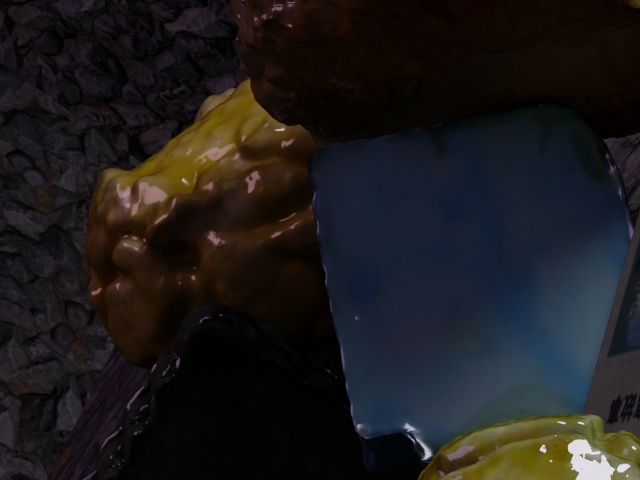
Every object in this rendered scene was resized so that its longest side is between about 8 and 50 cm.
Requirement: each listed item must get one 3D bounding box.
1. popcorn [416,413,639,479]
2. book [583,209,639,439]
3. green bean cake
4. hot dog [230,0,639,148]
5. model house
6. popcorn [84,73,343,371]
[{"bbox_3d":[0.120,0.193,1.089,0.204,0.184,0.221,-51,9,-13],"label":"popcorn"},{"bbox_3d":[0.234,0.060,1.219,0.215,0.025,0.282,-30,41,67],"label":"book"},{"bbox_3d":[-0.048,0.198,1.552,0.241,0.255,0.132,-63,10,2],"label":"green bean cake"},{"bbox_3d":[0.121,-0.178,1.465,0.365,0.367,0.196,-24,49,40],"label":"hot dog"},{"bbox_3d":[0.125,0.070,1.459,0.241,0.226,0.261,78,-178,-67],"label":"model house"},{"bbox_3d":[-0.010,0.012,1.762,0.344,0.354,0.390,13,44,41],"label":"popcorn"}]
